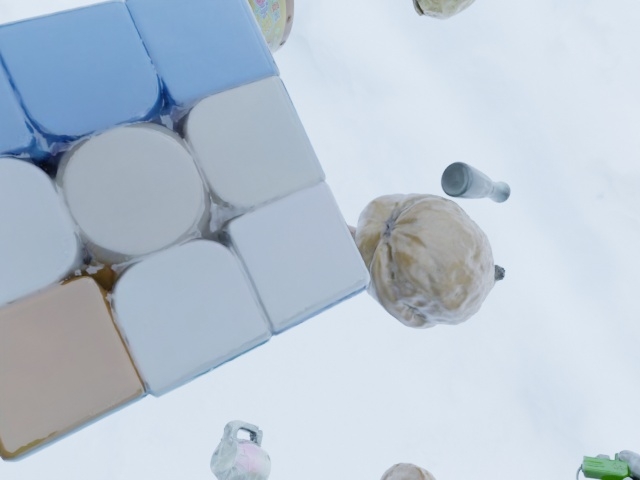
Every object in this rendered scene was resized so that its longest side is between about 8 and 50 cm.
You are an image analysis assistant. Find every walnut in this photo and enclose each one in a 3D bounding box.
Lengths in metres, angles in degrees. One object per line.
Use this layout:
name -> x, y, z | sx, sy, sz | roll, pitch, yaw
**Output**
walnut -> 0.234, 0.048, 1.093 | 0.306, 0.306, 0.344 | -35, 130, 8

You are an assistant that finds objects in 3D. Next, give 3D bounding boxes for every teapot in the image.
teapot -> -0.257, 0.712, 1.589 | 0.178, 0.163, 0.222 | 49, 57, -33

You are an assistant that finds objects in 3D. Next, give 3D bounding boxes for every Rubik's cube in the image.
Rubik's cube -> -0.206, -0.024, 0.560 | 0.344, 0.346, 0.347 | -25, 91, -19

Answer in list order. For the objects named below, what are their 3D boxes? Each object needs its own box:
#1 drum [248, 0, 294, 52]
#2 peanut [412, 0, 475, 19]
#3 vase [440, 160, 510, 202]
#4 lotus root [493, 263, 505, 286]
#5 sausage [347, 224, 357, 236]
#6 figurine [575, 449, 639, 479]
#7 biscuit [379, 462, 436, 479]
drum -> -0.292, -0.706, 1.394 | 0.214, 0.431, 0.431 | -39, 87, -31
peanut -> 0.281, -0.572, 0.919 | 0.149, 0.149, 0.313 | 22, 95, 6
vase -> 0.395, -0.135, 1.198 | 0.086, 0.214, 0.086 | -8, 79, 49
lotus root -> 0.449, 0.115, 1.450 | 0.209, 0.120, 0.120 | -16, 91, 21
sausage -> -0.001, 0.000, 1.302 | 0.304, 0.121, 0.121 | 15, 95, 2
figurine -> 0.377, 0.309, 0.536 | 0.147, 0.126, 0.192 | 47, 72, -16
biscuit -> 0.091, 0.504, 0.660 | 0.051, 0.269, 0.376 | 21, 57, -11
